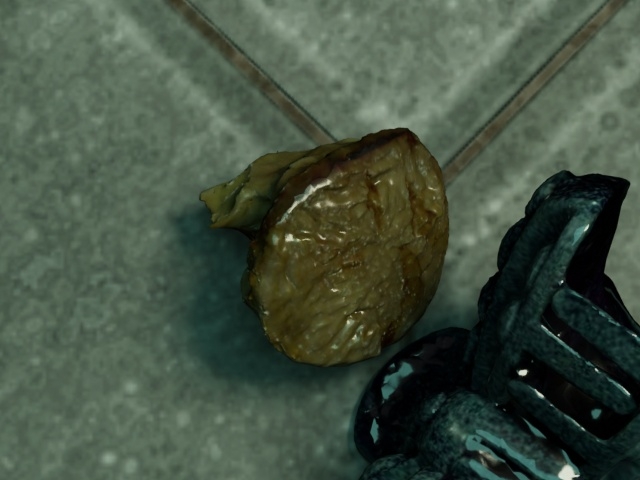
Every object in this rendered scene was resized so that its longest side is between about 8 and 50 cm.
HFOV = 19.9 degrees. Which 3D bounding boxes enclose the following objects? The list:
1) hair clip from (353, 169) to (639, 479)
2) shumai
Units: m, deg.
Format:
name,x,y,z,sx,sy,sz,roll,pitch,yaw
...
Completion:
name,x,y,z,sx,sy,sz,roll,pitch,yaw
hair clip,0.095,0.118,0.940,0.194,0.206,0.310,39,88,13
shumai,0.011,-0.004,1.029,0.139,0.105,0.123,-33,118,-6
